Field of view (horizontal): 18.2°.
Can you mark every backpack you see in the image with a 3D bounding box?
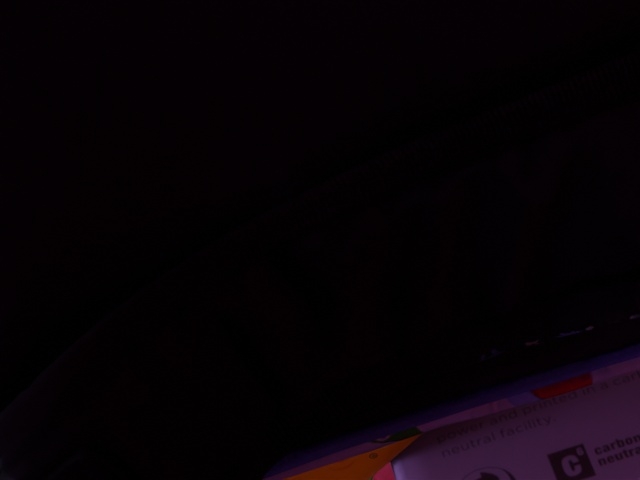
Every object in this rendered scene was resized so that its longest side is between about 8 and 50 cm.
[{"bbox_3d":[0.011,-0.078,0.455,0.213,0.263,0.277,-92,-7,-65],"label":"backpack"}]

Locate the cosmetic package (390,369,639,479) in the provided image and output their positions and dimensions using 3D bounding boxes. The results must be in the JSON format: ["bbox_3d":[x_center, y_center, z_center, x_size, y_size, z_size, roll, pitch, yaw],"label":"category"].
[{"bbox_3d":[0.098,0.051,1.042,0.453,0.161,0.230,-108,0,-48],"label":"cosmetic package"}]

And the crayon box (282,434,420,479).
[{"bbox_3d":[0.000,0.000,0.796,0.165,0.278,0.081,23,-140,-29],"label":"crayon box"}]

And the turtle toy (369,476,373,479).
[{"bbox_3d":[-0.013,0.077,1.062,0.095,0.066,0.130,64,-172,-77],"label":"turtle toy"}]
